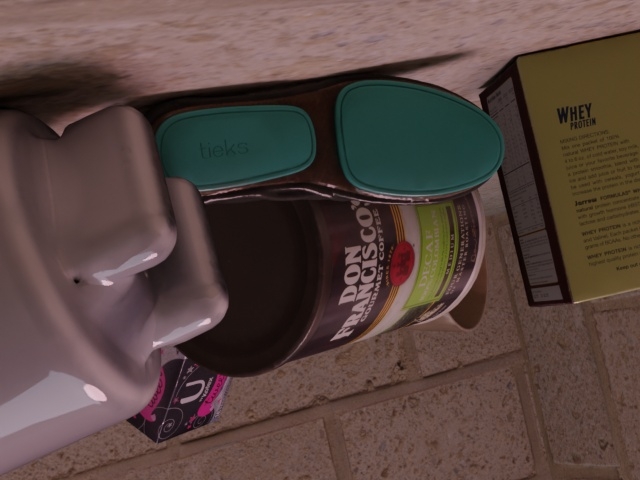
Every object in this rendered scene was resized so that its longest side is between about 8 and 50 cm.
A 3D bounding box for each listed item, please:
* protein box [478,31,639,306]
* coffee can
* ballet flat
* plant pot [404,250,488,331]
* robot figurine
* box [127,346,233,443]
[{"bbox_3d":[0.264,-0.063,0.970,0.199,0.201,0.136,-12,177,-6],"label":"protein box"},{"bbox_3d":[0.000,0.000,1.050,0.201,0.202,0.275,-15,177,36],"label":"coffee can"},{"bbox_3d":[-0.006,-0.073,0.830,0.280,0.095,0.096,-1,-178,-23],"label":"ballet flat"},{"bbox_3d":[0.108,0.044,1.925,0.274,0.257,0.256,-11,178,27],"label":"plant pot"},{"bbox_3d":[-0.236,0.053,0.690,0.353,0.200,0.300,-24,136,5],"label":"robot figurine"},{"bbox_3d":[-0.196,0.117,1.532,0.163,0.247,0.142,31,-157,27],"label":"box"}]
